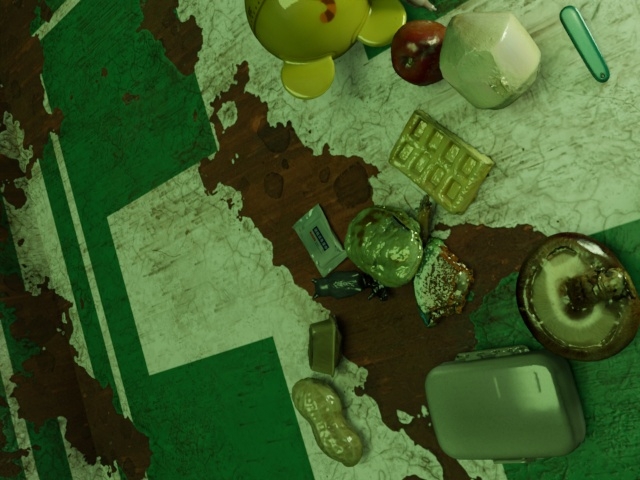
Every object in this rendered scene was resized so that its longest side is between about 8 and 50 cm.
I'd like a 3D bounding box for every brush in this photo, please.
[{"bbox_3d":[0.601,-0.445,1.520,0.043,0.032,0.193,-29,89,31],"label":"brush"}]

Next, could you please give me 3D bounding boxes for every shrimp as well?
[{"bbox_3d":[0.250,-0.061,1.808,0.124,0.034,0.178,37,135,43],"label":"shrimp"}]

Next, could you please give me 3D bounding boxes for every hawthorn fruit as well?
[{"bbox_3d":[0.257,-0.473,1.686,0.173,0.173,0.172,4,97,37],"label":"hawthorn fruit"}]

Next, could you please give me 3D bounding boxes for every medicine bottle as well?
[{"bbox_3d":[0.447,0.412,1.663,0.375,0.123,0.282,-17,86,36],"label":"medicine bottle"}]

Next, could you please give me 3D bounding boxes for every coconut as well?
[{"bbox_3d":[0.380,-0.425,1.553,0.224,0.234,0.224,-37,33,30],"label":"coconut"}]

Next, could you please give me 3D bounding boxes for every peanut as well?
[{"bbox_3d":[0.026,0.537,2.004,0.136,0.120,0.298,-45,71,37],"label":"peanut"}]

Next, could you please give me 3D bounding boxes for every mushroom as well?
[{"bbox_3d":[0.584,0.123,1.511,0.278,0.163,0.297,-31,76,44],"label":"mushroom"}]

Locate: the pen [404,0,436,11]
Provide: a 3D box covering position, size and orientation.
[{"bbox_3d":[0.216,-0.630,1.708,0.032,0.197,0.053,-70,21,0],"label":"pen"}]

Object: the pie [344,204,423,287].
[{"bbox_3d":[0.168,0.002,1.787,0.248,0.090,0.201,34,97,38],"label":"pie"}]

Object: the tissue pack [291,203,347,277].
[{"bbox_3d":[0.000,0.000,2.023,0.122,0.026,0.193,-43,70,32],"label":"tissue pack"}]

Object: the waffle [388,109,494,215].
[{"bbox_3d":[0.305,-0.205,1.749,0.274,0.057,0.168,43,119,26],"label":"waffle"}]

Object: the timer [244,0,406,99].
[{"bbox_3d":[-0.010,-0.602,1.785,0.376,0.376,0.387,-42,80,33],"label":"timer"}]

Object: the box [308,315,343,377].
[{"bbox_3d":[0.018,0.317,1.998,0.111,0.111,0.177,8,100,37],"label":"box"}]

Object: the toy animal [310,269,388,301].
[{"bbox_3d":[0.076,0.131,1.878,0.210,0.117,0.121,-13,92,4],"label":"toy animal"}]

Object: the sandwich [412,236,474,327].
[{"bbox_3d":[0.308,0.123,1.767,0.159,0.079,0.235,27,110,32],"label":"sandwich"}]
